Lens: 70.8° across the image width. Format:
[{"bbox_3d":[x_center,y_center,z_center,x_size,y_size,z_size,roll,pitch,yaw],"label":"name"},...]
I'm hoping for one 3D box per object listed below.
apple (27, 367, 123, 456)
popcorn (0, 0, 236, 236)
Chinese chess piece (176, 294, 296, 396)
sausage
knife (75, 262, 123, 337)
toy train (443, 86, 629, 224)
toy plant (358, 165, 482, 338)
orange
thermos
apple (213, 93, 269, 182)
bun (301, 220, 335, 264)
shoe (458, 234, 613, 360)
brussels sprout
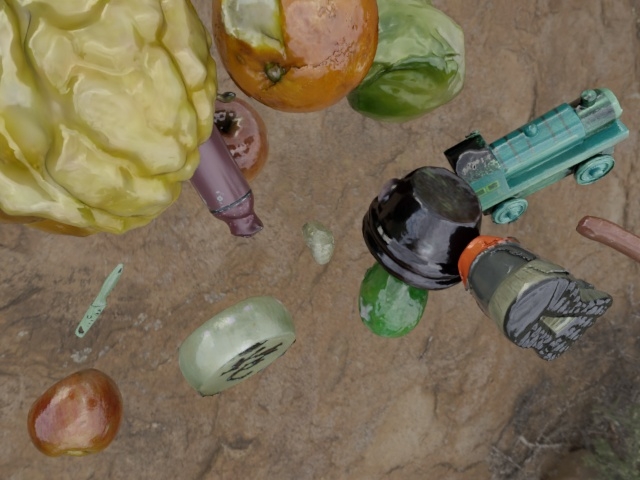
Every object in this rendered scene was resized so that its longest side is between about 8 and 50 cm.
[{"bbox_3d":[-0.806,0.595,1.513,0.302,0.301,0.301,-4,101,-21],"label":"apple"},{"bbox_3d":[-0.291,-0.168,0.480,0.382,0.349,0.349,18,92,-34],"label":"popcorn"},{"bbox_3d":[-0.236,0.309,1.322,0.349,0.349,0.146,-30,69,-15],"label":"Chinese chess piece"},{"bbox_3d":[0.481,0.017,0.677,0.043,0.186,0.043,-42,154,-26],"label":"sausage"},{"bbox_3d":[-0.636,0.177,1.305,0.043,0.020,0.293,25,111,-40],"label":"knife"},{"bbox_3d":[0.381,-0.150,0.803,0.298,0.120,0.194,-29,144,18],"label":"toy train"},{"bbox_3d":[0.138,0.017,0.687,0.175,0.218,0.235,20,135,-1],"label":"toy plant"},{"bbox_3d":[-0.036,-0.301,0.638,0.240,0.240,0.240,-4,101,-21],"label":"orange"},{"bbox_3d":[-0.245,-0.142,1.002,0.136,0.109,0.330,-21,112,15],"label":"thermos"},{"bbox_3d":[-0.262,-0.259,1.209,0.254,0.253,0.253,-4,101,-21],"label":"apple"},{"bbox_3d":[0.000,0.000,0.839,0.055,0.086,0.086,-24,108,-1],"label":"bun"},{"bbox_3d":[0.297,0.070,0.667,0.336,0.171,0.132,20,112,-46],"label":"shoe"},{"bbox_3d":[0.141,-0.364,0.898,0.294,0.259,0.227,7,78,10],"label":"brussels sprout"}]
